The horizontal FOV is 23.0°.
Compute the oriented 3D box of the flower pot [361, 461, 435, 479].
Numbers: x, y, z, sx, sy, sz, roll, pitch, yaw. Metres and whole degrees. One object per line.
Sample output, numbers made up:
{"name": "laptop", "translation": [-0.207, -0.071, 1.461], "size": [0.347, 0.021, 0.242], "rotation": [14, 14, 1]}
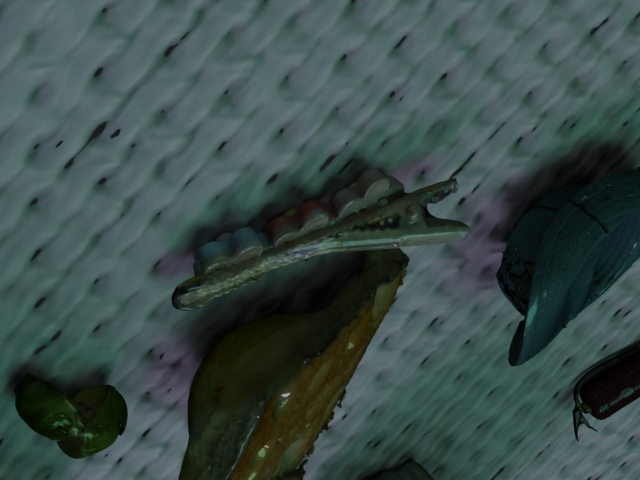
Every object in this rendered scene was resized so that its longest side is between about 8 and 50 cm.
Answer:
{"name": "flower pot", "translation": [0.072, 0.331, 1.317], "size": [0.209, 0.189, 0.239], "rotation": [-42, 138, -2]}

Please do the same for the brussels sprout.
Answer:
{"name": "brussels sprout", "translation": [-0.164, 0.115, 1.031], "size": [0.046, 0.051, 0.083], "rotation": [-37, 147, 31]}

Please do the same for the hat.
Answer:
{"name": "hat", "translation": [0.181, 0.007, 1.182], "size": [0.191, 0.078, 0.138], "rotation": [-38, 156, -31]}

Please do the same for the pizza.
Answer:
{"name": "pizza", "translation": [-0.026, 0.083, 1.098], "size": [0.204, 0.080, 0.188], "rotation": [-61, 161, 14]}

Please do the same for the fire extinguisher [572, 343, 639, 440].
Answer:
{"name": "fire extinguisher", "translation": [0.275, 0.125, 1.407], "size": [0.132, 0.039, 0.056], "rotation": [-30, 110, -9]}

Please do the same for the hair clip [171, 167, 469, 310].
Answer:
{"name": "hair clip", "translation": [-0.002, -0.006, 1.040], "size": [0.213, 0.056, 0.062], "rotation": [-13, 154, -17]}
